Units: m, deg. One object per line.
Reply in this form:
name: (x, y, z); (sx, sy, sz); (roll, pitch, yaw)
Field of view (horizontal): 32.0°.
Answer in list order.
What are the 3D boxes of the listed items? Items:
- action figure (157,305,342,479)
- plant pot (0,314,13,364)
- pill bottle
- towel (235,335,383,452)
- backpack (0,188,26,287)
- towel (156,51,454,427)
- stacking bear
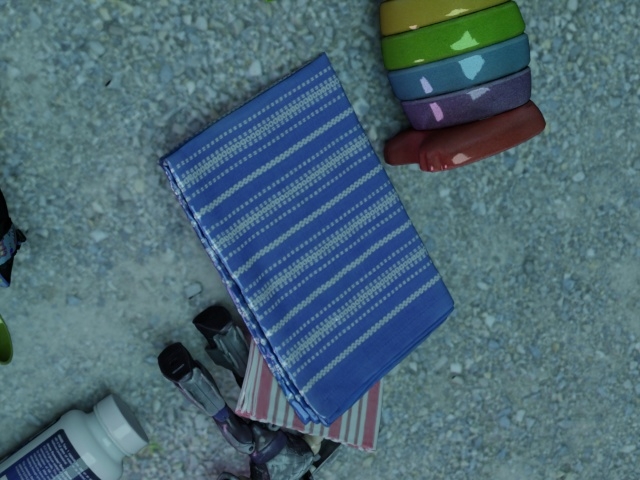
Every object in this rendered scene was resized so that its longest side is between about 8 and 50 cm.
action figure: (-0.072, 0.215, 1.258); (0.185, 0.099, 0.285); (-43, 118, -20)
plant pot: (-0.375, 0.107, 1.156); (0.079, 0.083, 0.083); (-26, 111, 5)
pill bottle: (-0.274, 0.243, 1.209); (0.169, 0.094, 0.094); (-37, 112, -3)
towel: (-0.004, 0.145, 1.233); (0.197, 0.029, 0.144); (23, 66, -37)
backpack: (-0.356, -0.019, 1.069); (0.117, 0.173, 0.158); (-19, 110, -11)
towel: (0.000, 0.000, 1.190); (0.243, 0.040, 0.336); (-37, 107, -30)
stacking bear: (0.125, -0.235, 1.164); (0.164, 0.175, 0.289); (-19, 102, -13)
